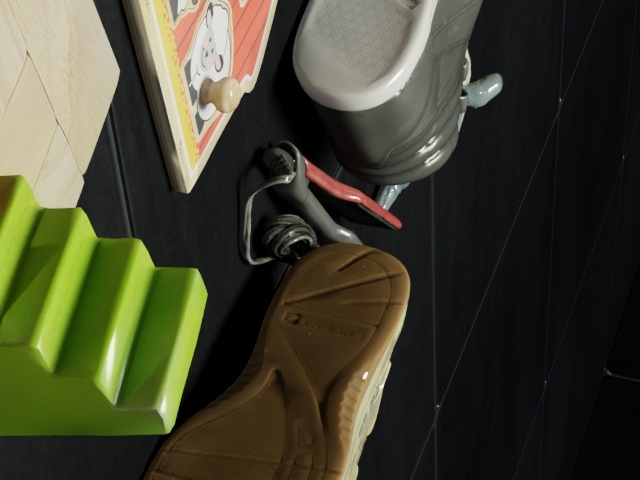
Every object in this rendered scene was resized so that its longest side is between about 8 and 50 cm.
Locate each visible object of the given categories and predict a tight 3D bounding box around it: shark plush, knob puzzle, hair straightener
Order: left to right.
[{"bbox_3d":[-0.041,-0.147,0.864,0.213,0.030,0.213,11,90,-73],"label":"knob puzzle"},{"bbox_3d":[0.000,0.000,1.069,0.230,0.047,0.089,40,63,-71],"label":"hair straightener"},{"bbox_3d":[0.067,-0.093,1.276,0.161,0.073,0.067,-57,142,-1],"label":"shark plush"}]

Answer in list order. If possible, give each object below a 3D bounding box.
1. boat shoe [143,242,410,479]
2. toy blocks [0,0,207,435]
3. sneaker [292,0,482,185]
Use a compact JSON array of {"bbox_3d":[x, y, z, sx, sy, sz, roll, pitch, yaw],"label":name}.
[{"bbox_3d":[-0.020,0.126,0.970,0.285,0.104,0.089,-55,155,-37],"label":"boat shoe"},{"bbox_3d":[-0.157,-0.037,0.345,0.381,0.191,0.261,-78,159,-43],"label":"toy blocks"},{"bbox_3d":[0.069,-0.165,1.107,0.147,0.104,0.296,79,34,-57],"label":"sneaker"}]
